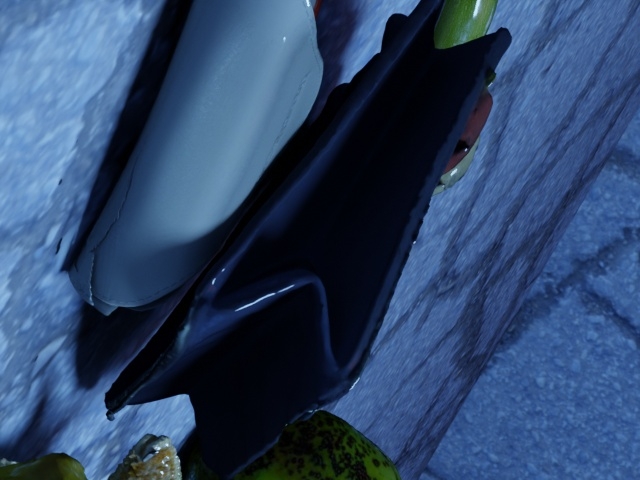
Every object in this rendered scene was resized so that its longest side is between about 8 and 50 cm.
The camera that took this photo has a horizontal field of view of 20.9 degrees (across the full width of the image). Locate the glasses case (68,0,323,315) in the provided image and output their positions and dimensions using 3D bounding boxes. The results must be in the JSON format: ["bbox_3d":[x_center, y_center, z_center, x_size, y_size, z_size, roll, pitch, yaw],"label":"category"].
[{"bbox_3d":[-0.054,-0.085,1.078,0.128,0.083,0.308,-35,156,-55],"label":"glasses case"}]

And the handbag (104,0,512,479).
[{"bbox_3d":[0.000,0.000,1.237,0.329,0.122,0.303,-57,-175,-24],"label":"handbag"}]

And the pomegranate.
[{"bbox_3d":[-0.036,0.264,1.727,0.276,0.222,0.204,156,-47,-82],"label":"pomegranate"}]

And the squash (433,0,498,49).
[{"bbox_3d":[0.122,-0.187,1.540,0.052,0.052,0.183,-36,153,-55],"label":"squash"}]

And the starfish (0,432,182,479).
[{"bbox_3d":[-0.169,0.201,1.225,0.295,0.048,0.231,-16,138,5],"label":"starfish"}]

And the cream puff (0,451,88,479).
[{"bbox_3d":[-0.195,0.247,1.065,0.244,0.244,0.196,-52,179,-17],"label":"cream puff"}]
